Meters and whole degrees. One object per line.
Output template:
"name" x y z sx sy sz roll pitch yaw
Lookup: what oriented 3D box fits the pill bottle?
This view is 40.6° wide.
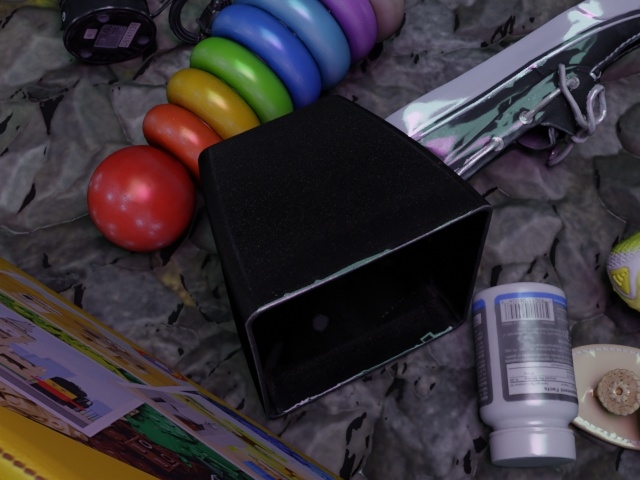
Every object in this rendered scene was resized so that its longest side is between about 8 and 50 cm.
"pill bottle" 0.165 0.109 0.696 0.078 0.078 0.137 1 69 -4

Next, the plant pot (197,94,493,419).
"plant pot" 0.000 0.000 0.679 0.188 0.188 0.167 -25 61 -13

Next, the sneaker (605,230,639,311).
"sneaker" 0.363 0.014 0.758 0.240 0.091 0.126 -28 92 -14

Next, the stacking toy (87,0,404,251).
"stacking toy" -0.077 -0.128 0.752 0.141 0.141 0.330 38 77 10

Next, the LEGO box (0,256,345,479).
"LEGO box" -0.160 0.159 0.470 0.500 0.372 0.193 31 85 9

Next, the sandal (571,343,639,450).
"sandal" 0.306 0.138 0.695 0.240 0.079 0.088 23 69 5

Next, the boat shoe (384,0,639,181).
"boat shoe" 0.196 -0.123 0.772 0.306 0.113 0.104 -29 80 -12

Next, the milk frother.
"milk frother" -0.171 -0.248 0.810 0.143 0.129 0.134 7 60 -49
